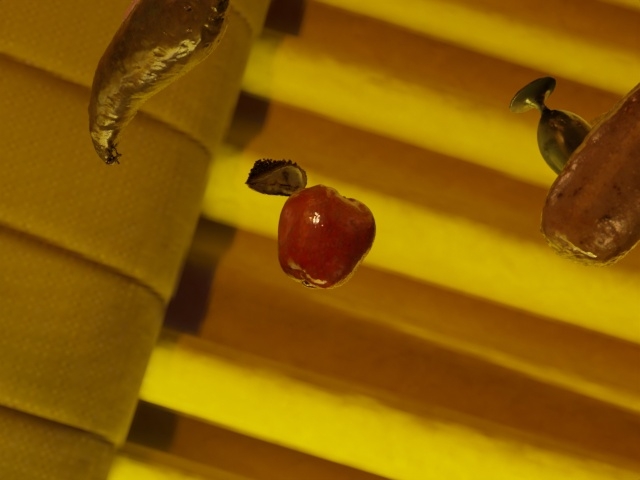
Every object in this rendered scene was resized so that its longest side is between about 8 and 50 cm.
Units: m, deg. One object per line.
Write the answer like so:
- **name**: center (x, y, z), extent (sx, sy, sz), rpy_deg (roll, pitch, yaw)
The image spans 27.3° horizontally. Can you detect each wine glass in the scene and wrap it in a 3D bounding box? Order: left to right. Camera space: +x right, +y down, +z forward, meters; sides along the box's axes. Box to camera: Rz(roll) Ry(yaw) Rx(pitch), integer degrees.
- **wine glass**: center (0.390, -0.159, 2.099), extent (0.202, 0.093, 0.093), rpy_deg (61, -22, 24)

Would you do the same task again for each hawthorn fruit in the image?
- **hawthorn fruit**: center (0.000, 0.000, 1.774), extent (0.133, 0.133, 0.137), rpy_deg (105, 1, -67)

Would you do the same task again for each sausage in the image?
- **sausage**: center (0.429, -0.161, 1.455), extent (0.501, 0.123, 0.136), rpy_deg (-46, -142, 22)

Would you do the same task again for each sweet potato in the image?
- **sweet potato**: center (-0.251, -0.263, 1.923), extent (0.423, 0.131, 0.130), rpy_deg (-43, -159, 42)

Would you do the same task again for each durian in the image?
- **durian**: center (-0.080, -0.112, 2.296), extent (0.052, 0.130, 0.066), rpy_deg (17, -78, 52)

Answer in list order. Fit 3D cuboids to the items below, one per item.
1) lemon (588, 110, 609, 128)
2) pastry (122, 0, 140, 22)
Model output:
- **lemon**: center (0.533, -0.139, 2.259), extent (0.178, 0.203, 0.178), rpy_deg (-179, -90, -85)
- **pastry**: center (-0.229, -0.426, 2.217), extent (0.265, 0.103, 0.112), rpy_deg (-39, 141, -12)
